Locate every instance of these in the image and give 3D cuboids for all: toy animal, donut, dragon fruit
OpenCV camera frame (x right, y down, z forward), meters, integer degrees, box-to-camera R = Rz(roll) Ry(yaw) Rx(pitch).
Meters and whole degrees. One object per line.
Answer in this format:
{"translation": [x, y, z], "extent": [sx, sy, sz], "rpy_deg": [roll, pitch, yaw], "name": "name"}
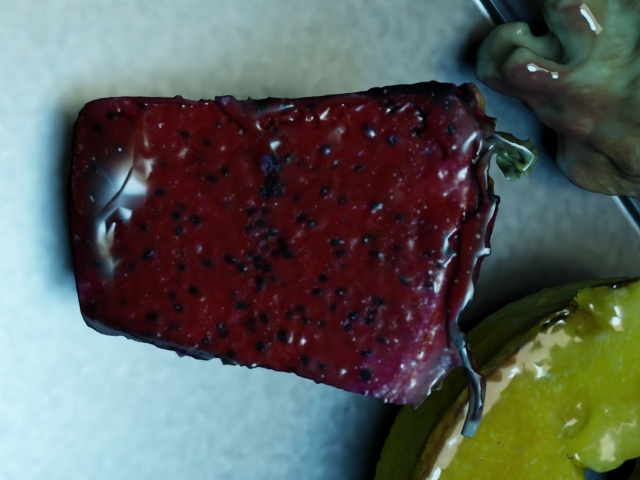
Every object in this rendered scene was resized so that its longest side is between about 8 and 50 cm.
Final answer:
{"translation": [0.209, -0.091, 0.565], "extent": [0.312, 0.097, 0.157], "rpy_deg": [-1, 113, -6], "name": "toy animal"}
{"translation": [0.094, 0.091, 0.578], "extent": [0.178, 0.065, 0.162], "rpy_deg": [-38, 113, -16], "name": "donut"}
{"translation": [0.000, 0.000, 0.514], "extent": [0.147, 0.096, 0.102], "rpy_deg": [9, 87, 19], "name": "dragon fruit"}
